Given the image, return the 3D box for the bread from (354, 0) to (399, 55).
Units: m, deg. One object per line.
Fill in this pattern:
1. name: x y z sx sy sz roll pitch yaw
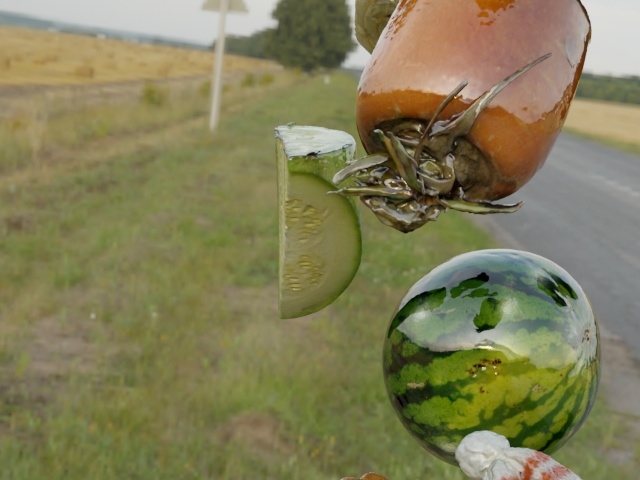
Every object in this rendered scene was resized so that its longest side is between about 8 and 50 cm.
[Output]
1. bread: 0.118 -0.305 1.473 0.134 0.148 0.141 10 53 27

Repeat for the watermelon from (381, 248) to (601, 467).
1. watermelon: 0.218 0.151 1.496 0.285 0.285 0.285 7 8 -1

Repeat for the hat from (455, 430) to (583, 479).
1. hat: 0.189 0.231 1.076 0.112 0.093 0.162 -24 51 -31

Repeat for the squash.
1. squash: 0.000 0.000 1.529 0.111 0.289 0.203 -3 18 -7

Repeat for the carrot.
1. carrot: 0.141 -0.140 1.106 0.214 0.331 0.193 7 -30 47

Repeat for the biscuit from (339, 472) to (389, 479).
1. biscuit: 0.022 0.371 1.248 0.202 0.047 0.334 36 34 4
